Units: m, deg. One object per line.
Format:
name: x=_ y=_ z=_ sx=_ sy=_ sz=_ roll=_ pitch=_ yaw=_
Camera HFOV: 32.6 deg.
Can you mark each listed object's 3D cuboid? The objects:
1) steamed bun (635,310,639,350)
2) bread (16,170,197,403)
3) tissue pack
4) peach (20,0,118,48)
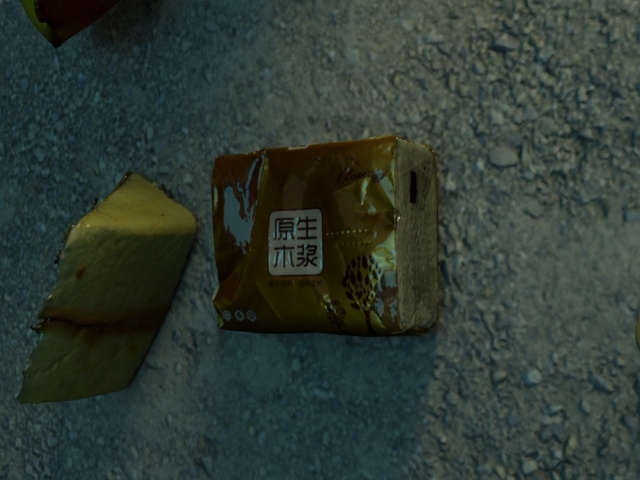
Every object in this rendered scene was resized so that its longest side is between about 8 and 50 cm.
steamed bun: x=0.333 y=0.053 z=0.799 sx=0.212 sy=0.110 sz=0.231 roll=-33 pitch=67 yaw=31
bread: x=-0.266 y=0.047 z=1.194 sx=0.135 sy=0.178 sz=0.240 roll=35 pitch=110 yaw=31
tissue pack: x=0.000 y=0.000 z=1.056 sx=0.226 sy=0.092 sz=0.183 roll=-2 pitch=86 yaw=34
peach: x=-0.306 y=-0.386 z=1.196 sx=0.281 sy=0.281 sz=0.338 roll=11 pitch=95 yaw=36
